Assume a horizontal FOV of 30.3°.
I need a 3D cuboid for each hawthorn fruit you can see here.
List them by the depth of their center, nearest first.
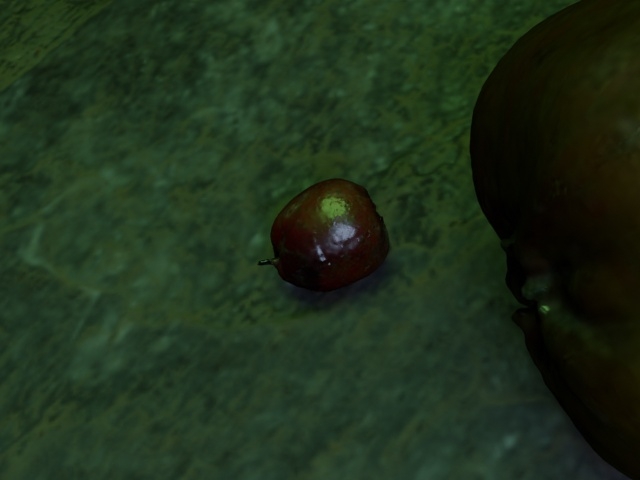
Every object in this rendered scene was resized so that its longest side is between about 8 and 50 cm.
[{"bbox_3d":[0.234,-0.023,0.589,0.300,0.268,0.268,-21,49,-6],"label":"hawthorn fruit"},{"bbox_3d":[0.006,-0.002,0.751,0.077,0.077,0.077,-6,49,7],"label":"hawthorn fruit"}]
